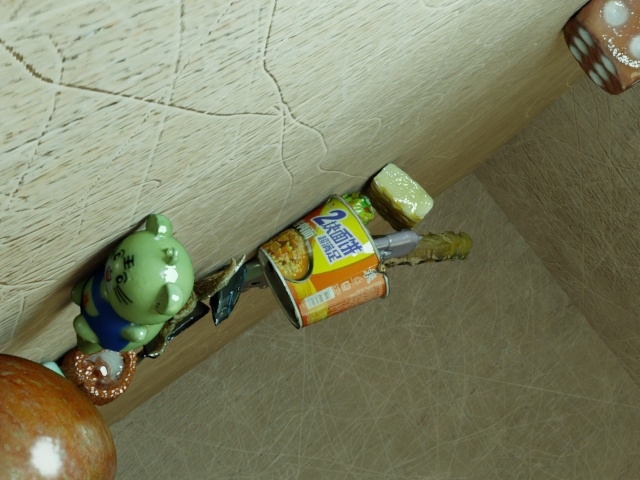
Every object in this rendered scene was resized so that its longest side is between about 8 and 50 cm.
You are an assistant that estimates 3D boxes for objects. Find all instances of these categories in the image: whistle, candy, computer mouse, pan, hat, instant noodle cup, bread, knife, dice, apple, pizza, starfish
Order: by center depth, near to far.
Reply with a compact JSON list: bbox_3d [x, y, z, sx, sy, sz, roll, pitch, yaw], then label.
[{"bbox_3d":[-0.325,0.217,0.851,0.254,0.253,0.253,-36,175,-4],"label":"apple"},{"bbox_3d":[-0.198,0.059,0.913,0.085,0.105,0.227,7,149,-37],"label":"whistle"},{"bbox_3d":[-0.347,0.195,1.303,0.162,0.093,0.112,-17,180,43],"label":"hat"},{"bbox_3d":[-0.202,0.090,1.405,0.213,0.057,0.238,-34,-167,44],"label":"starfish"},{"bbox_3d":[-0.162,0.085,1.510,0.135,0.047,0.079,-70,172,-51],"label":"computer mouse"},{"bbox_3d":[-0.280,0.160,1.513,0.202,0.048,0.128,-37,174,-18],"label":"pan"},{"bbox_3d":[-0.002,0.048,1.602,0.174,0.213,0.213,-27,173,-13],"label":"instant noodle cup"},{"bbox_3d":[0.563,-0.375,1.642,0.179,0.174,0.175,-37,177,-3],"label":"dice"},{"bbox_3d":[0.020,0.041,1.762,0.399,0.038,0.132,-13,158,-18],"label":"knife"},{"bbox_3d":[-0.002,-0.002,1.774,0.262,0.073,0.077,-42,151,25],"label":"candy"},{"bbox_3d":[0.155,-0.082,1.825,0.068,0.125,0.188,-48,177,-8],"label":"bread"},{"bbox_3d":[0.144,0.019,2.018,0.392,0.080,0.435,-2,-176,6],"label":"pizza"}]

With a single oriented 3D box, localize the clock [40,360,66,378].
[{"bbox_3d":[-0.413,0.233,1.216,0.148,0.060,0.188,-35,176,-25],"label":"clock"}]
